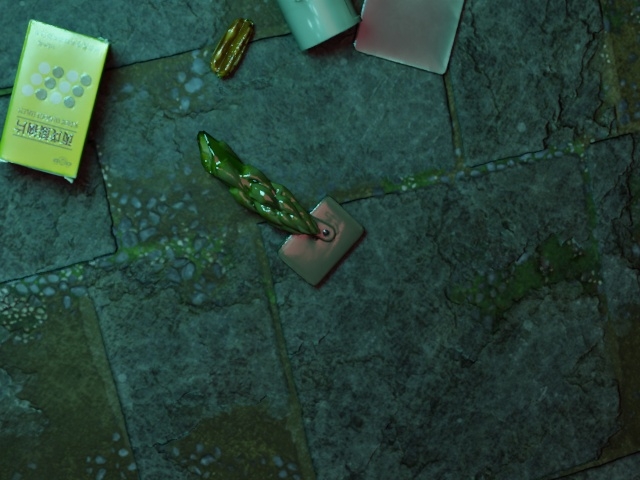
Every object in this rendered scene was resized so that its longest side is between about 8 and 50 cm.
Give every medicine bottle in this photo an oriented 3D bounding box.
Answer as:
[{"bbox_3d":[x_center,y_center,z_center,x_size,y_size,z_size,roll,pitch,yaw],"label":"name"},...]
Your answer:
[{"bbox_3d":[-0.451,-0.239,1.690,0.137,0.141,0.250,14,96,-16],"label":"medicine bottle"}]

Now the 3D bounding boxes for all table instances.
[{"bbox_3d":[-0.029,-0.461,1.748,0.126,0.126,0.220,-28,104,-6],"label":"table"}]

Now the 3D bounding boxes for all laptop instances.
[{"bbox_3d":[0.178,-0.461,1.847,0.187,0.015,0.269,13,96,-13],"label":"laptop"}]

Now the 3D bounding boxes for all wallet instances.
[{"bbox_3d":[0.000,0.000,1.874,0.118,0.039,0.153,41,90,-17],"label":"wallet"}]

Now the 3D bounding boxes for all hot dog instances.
[{"bbox_3d":[-0.159,-0.348,1.788,0.049,0.037,0.122,32,86,-3],"label":"hot dog"}]

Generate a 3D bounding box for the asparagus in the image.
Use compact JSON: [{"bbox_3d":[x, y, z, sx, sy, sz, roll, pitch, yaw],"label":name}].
[{"bbox_3d":[-0.119,-0.091,1.810,0.287,0.080,0.080,34,91,-8],"label":"asparagus"}]
